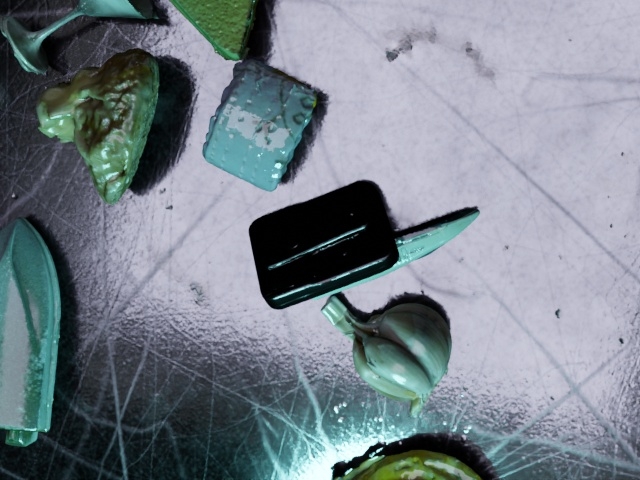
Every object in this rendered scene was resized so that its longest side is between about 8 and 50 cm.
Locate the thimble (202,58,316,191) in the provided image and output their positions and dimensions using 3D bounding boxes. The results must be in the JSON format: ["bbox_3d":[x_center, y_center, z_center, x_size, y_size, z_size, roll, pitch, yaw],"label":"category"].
[{"bbox_3d":[-0.081,-0.153,1.328,0.118,0.127,0.151,25,87,0],"label":"thimble"}]

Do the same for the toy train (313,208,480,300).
[{"bbox_3d":[0.100,0.018,1.364,0.252,0.055,0.048,-20,99,9],"label":"toy train"}]

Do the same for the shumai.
[{"bbox_3d":[-0.297,-0.162,1.338,0.153,0.161,0.209,18,116,1],"label":"shumai"}]

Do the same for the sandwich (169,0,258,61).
[{"bbox_3d":[-0.172,-0.367,1.324,0.212,0.063,0.245,12,80,7],"label":"sandwich"}]

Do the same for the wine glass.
[{"bbox_3d":[-0.326,-0.301,1.349,0.183,0.122,0.122,-30,93,13],"label":"wine glass"}]

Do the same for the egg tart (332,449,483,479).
[{"bbox_3d":[0.116,0.429,1.381,0.297,0.132,0.297,2,102,9],"label":"egg tart"}]

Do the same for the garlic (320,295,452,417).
[{"bbox_3d":[0.091,0.131,1.356,0.194,0.127,0.131,41,56,16],"label":"garlic"}]

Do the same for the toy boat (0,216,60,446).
[{"bbox_3d":[-0.438,0.125,1.423,0.141,0.092,0.319,6,90,6],"label":"toy boat"}]

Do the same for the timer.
[{"bbox_3d":[0.000,0.000,1.338,0.187,0.055,0.144,-21,50,8],"label":"timer"}]
